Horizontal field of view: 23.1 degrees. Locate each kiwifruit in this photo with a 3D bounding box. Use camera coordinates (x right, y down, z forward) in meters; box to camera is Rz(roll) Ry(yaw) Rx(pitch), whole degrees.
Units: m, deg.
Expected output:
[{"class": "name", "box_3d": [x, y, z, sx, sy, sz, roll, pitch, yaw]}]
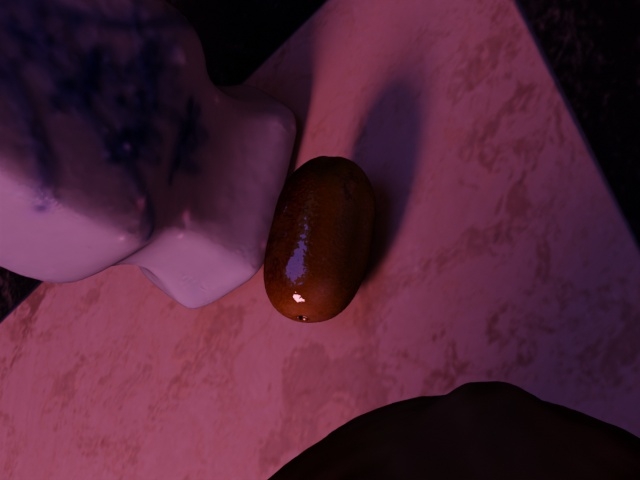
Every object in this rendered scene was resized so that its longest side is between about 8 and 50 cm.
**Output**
[{"class": "kiwifruit", "box_3d": [0.000, 0.000, 1.108, 0.075, 0.075, 0.124, -10, 59, 45]}]

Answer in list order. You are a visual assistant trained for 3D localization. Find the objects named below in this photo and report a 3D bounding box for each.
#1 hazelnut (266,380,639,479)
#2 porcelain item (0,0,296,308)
[{"class": "hazelnut", "box_3d": [0.077, 0.260, 0.640, 0.421, 0.353, 0.420, -171, 90, -83]}, {"class": "porcelain item", "box_3d": [-0.212, -0.102, 1.133, 0.178, 0.405, 0.242, -1, 69, 47]}]
